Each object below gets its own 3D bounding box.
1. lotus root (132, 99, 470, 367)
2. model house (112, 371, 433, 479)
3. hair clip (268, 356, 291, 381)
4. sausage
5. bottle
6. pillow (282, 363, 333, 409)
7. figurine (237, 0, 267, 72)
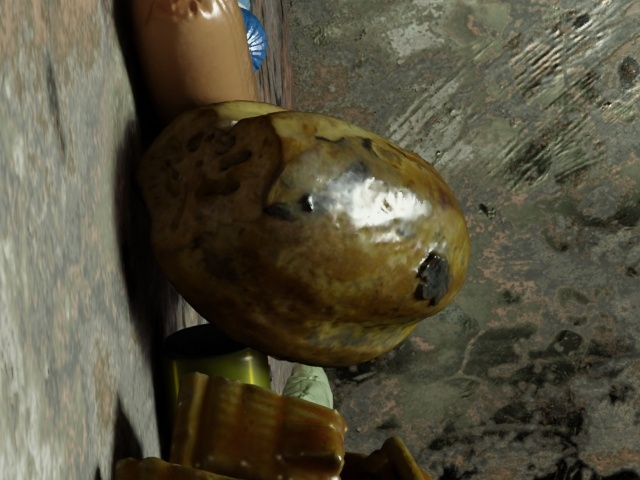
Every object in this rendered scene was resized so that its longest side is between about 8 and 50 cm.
[{"bbox_3d":[0.005,-0.008,1.107,0.291,0.193,0.193,27,53,-49],"label":"lotus root"},{"bbox_3d":[-0.031,0.185,0.917,0.229,0.220,0.199,30,60,-36],"label":"model house"},{"bbox_3d":[-0.064,0.098,1.550,0.300,0.069,0.173,148,-57,-80],"label":"hair clip"},{"bbox_3d":[-0.088,-0.107,1.146,0.289,0.086,0.086,85,3,-57],"label":"sausage"},{"bbox_3d":[-0.070,0.209,1.158,0.082,0.082,0.286,-85,172,-73],"label":"bottle"},{"bbox_3d":[-0.033,0.286,1.565,0.274,0.076,0.280,-72,171,-77],"label":"pillow"},{"bbox_3d":[-0.089,-0.205,1.450,0.086,0.087,0.149,38,33,-33],"label":"figurine"}]
